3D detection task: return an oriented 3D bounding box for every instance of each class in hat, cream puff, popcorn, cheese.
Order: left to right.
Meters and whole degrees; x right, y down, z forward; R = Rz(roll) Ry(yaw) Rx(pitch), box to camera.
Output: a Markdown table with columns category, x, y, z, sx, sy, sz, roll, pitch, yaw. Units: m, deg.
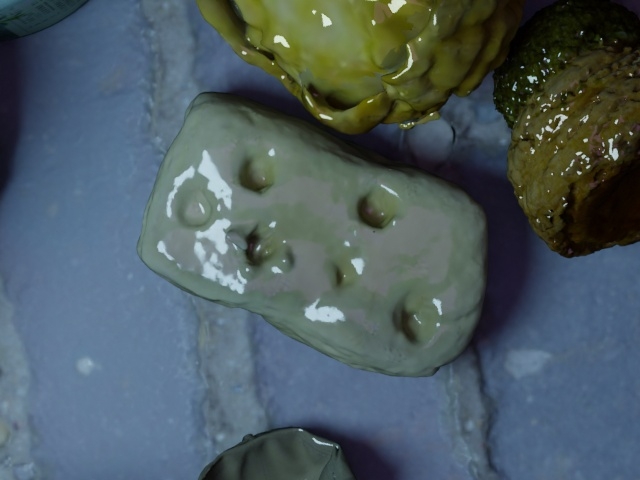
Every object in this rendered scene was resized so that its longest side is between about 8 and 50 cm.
| category | x | y | z | sx | sy | sz | roll | pitch | yaw |
| --- | --- | --- | --- | --- | --- | --- | --- | --- | --- |
| hat | -0.041 | 0.237 | 1.314 | 0.147 | 0.085 | 0.175 | -13 | 114 | -9 |
| cheese | 0.000 | 0.000 | 1.285 | 0.263 | 0.093 | 0.159 | 22 | 94 | 0 |
| popcorn | 0.032 | -0.200 | 1.217 | 0.250 | 0.190 | 0.250 | 4 | 101 | 21 |
| cream puff | 0.205 | -0.102 | 1.255 | 0.183 | 0.183 | 0.169 | -29 | 63 | 3 |

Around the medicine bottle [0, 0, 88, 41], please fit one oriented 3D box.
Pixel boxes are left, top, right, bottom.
| category | x | y | z | sx | sy | sz | roll | pitch | yaw |
| --- | --- | --- | --- | --- | --- | --- | --- | --- | --- |
| medicine bottle | -0.261 | -0.268 | 1.185 | 0.245 | 0.290 | 0.245 | 0 | 91 | 2 |
